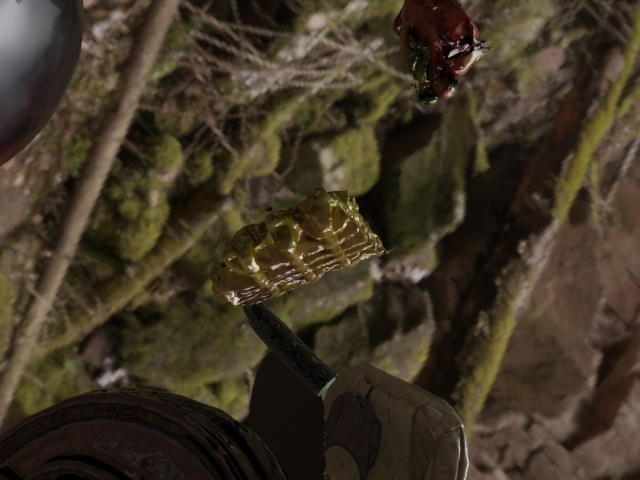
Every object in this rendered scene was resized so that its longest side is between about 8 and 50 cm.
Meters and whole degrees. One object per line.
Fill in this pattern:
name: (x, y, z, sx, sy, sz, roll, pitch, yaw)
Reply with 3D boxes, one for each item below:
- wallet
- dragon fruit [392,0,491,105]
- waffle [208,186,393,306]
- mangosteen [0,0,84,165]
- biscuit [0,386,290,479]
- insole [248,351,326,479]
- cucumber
wallet: (0.080, 0.329, 1.507, 0.335, 0.068, 0.275, 19, -91, 50)
dragon fruit: (0.154, -0.269, 1.412, 0.138, 0.142, 0.175, 28, 76, -58)
waffle: (0.000, 0.000, 0.788, 0.160, 0.046, 0.192, -33, 166, 37)
mangosteen: (-0.278, -0.160, 0.565, 0.300, 0.300, 0.300, -45, -173, 7)
biscuit: (-0.186, 0.308, 0.841, 0.407, 0.091, 0.408, -14, -121, 24)
insole: (-0.032, 0.288, 1.356, 0.109, 0.322, 0.007, -20, 155, 17)
cucumber: (-0.039, 0.107, 1.131, 0.032, 0.133, 0.032, -43, 169, -11)
